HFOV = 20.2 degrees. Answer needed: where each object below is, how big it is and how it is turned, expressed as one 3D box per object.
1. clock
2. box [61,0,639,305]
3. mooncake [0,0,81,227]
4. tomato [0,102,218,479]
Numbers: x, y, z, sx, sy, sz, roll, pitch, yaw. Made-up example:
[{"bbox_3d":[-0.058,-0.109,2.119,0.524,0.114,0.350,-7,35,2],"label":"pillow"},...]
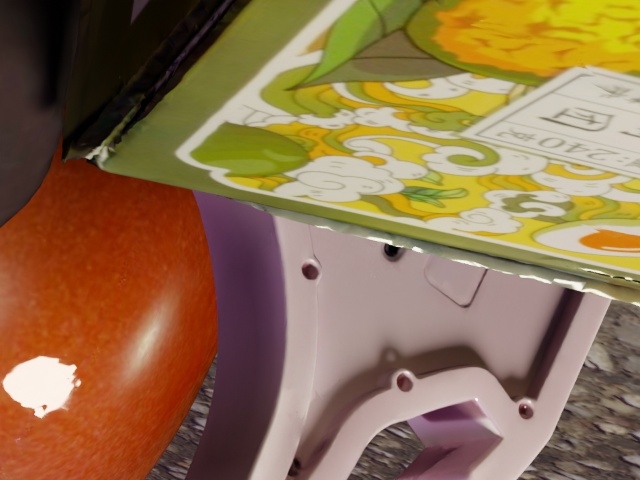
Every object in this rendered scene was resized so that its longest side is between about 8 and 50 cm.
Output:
[{"bbox_3d":[0.000,0.000,0.817,0.275,0.290,0.080,33,156,-20],"label":"clock"},{"bbox_3d":[0.160,-0.078,0.577,0.420,0.138,0.373,12,164,-17],"label":"box"},{"bbox_3d":[-0.259,-0.159,0.705,0.381,0.212,0.350,25,153,-19],"label":"mooncake"},{"bbox_3d":[-0.219,0.028,1.054,0.341,0.272,0.341,14,159,6],"label":"tomato"}]
